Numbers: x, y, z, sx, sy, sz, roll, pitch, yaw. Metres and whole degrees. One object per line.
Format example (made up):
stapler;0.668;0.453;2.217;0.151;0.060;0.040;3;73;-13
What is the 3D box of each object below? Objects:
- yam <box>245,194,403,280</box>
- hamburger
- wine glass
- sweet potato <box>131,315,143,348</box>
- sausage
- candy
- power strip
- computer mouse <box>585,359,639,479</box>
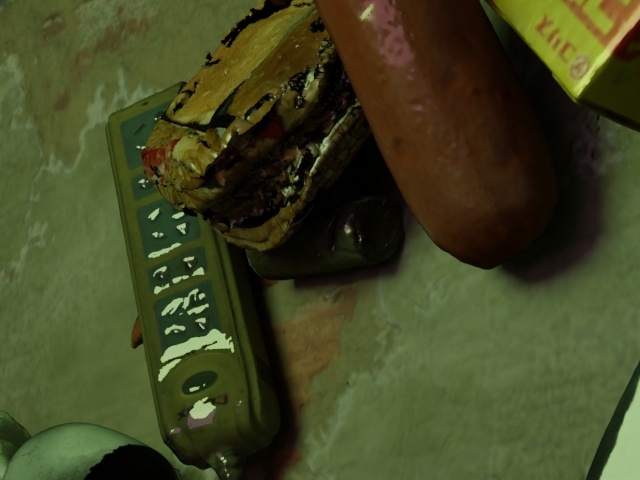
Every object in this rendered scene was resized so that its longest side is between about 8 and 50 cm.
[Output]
yam;0.000;0.000;1.343;0.132;0.054;0.054;-12;68;46
hamburger;-0.034;-0.103;1.342;0.231;0.107;0.231;-44;22;23
wine glass;-0.224;0.210;1.461;0.241;0.126;0.126;1;77;51
sweet potato;-0.134;0.058;1.486;0.095;0.034;0.034;-44;47;24
sausage;0.079;-0.105;1.203;0.113;0.113;0.259;-28;85;39
candy;0.238;-0.220;1.130;0.276;0.088;0.146;-54;44;20
power strip;-0.106;0.034;1.421;0.092;0.066;0.388;-23;57;11
computer mouse;0.264;0.100;0.959;0.188;0.122;0.371;17;82;47
